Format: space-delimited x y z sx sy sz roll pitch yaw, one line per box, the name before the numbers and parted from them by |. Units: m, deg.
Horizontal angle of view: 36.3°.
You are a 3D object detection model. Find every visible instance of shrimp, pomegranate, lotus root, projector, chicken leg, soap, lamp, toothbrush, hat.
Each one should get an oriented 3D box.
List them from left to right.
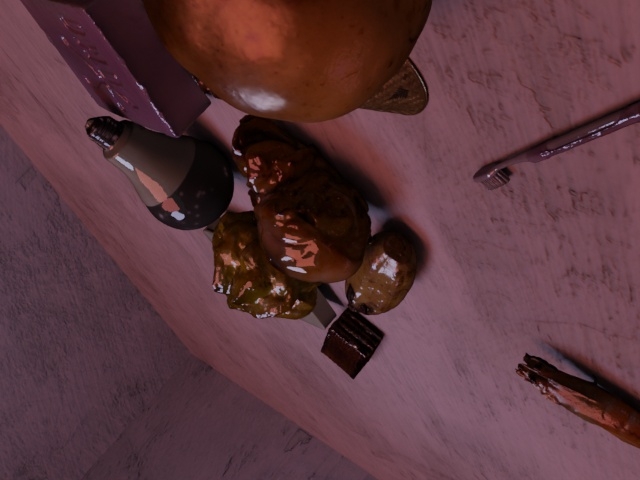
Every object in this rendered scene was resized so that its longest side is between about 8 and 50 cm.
soap | -0.361 -0.339 1.678 0.285 0.107 0.296 25 155 46
lamp | -0.309 -0.148 1.861 0.313 0.182 0.182 36 164 -18
projector | -0.106 0.065 2.131 0.257 0.079 0.259 20 153 48
chicken leg | -0.062 -0.085 1.635 0.295 0.182 0.409 57 174 -17
pomegranate | -0.032 -0.259 0.944 0.307 0.307 0.307 36 161 14
hat | 0.057 -0.191 1.224 0.146 0.067 0.146 37 162 14
lotus root | 0.108 0.055 1.657 0.110 0.097 0.258 33 154 2
toothbrush | 0.261 -0.100 1.093 0.029 0.024 0.354 38 163 -9
shrimp | 0.423 0.256 1.538 0.248 0.068 0.150 34 167 6

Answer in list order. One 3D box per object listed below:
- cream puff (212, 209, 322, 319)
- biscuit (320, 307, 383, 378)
cream puff | -0.104 0.046 1.840 0.244 0.196 0.244 10 -176 -1
biscuit | 0.068 0.233 2.188 0.106 0.070 0.252 40 163 8
